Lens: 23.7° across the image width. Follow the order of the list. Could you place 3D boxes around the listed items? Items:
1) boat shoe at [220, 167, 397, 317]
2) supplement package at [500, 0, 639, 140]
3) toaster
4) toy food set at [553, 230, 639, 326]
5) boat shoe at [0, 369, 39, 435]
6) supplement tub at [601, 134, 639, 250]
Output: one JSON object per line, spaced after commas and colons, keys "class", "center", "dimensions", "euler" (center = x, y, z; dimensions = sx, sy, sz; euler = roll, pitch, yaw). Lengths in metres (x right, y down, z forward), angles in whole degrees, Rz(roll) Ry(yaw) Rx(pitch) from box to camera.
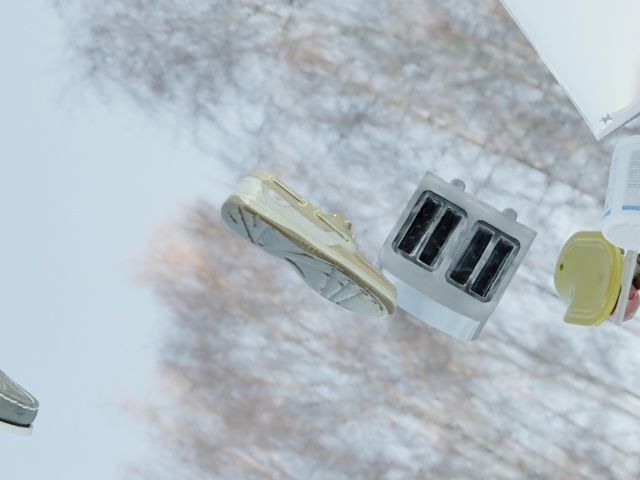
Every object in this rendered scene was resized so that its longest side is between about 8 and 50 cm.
{"class": "boat shoe", "center": [0.000, 0.000, 1.009], "dimensions": [0.050, 0.135, 0.045], "euler": [-34, 23, 55]}
{"class": "supplement package", "center": [0.295, -0.270, 1.477], "dimensions": [0.204, 0.262, 0.145], "euler": [-38, -5, 35]}
{"class": "toaster", "center": [0.159, 0.023, 1.915], "dimensions": [0.186, 0.168, 0.110], "euler": [-58, -7, -17]}
{"class": "toy food set", "center": [0.384, 0.055, 2.004], "dimensions": [0.071, 0.218, 0.128], "euler": [9, -91, -17]}
{"class": "boat shoe", "center": [-0.453, 0.125, 1.819], "dimensions": [0.091, 0.305, 0.109], "euler": [-58, -15, 0]}
{"class": "supplement tub", "center": [0.338, -0.050, 1.612], "dimensions": [0.071, 0.071, 0.107], "euler": [62, -142, -55]}
